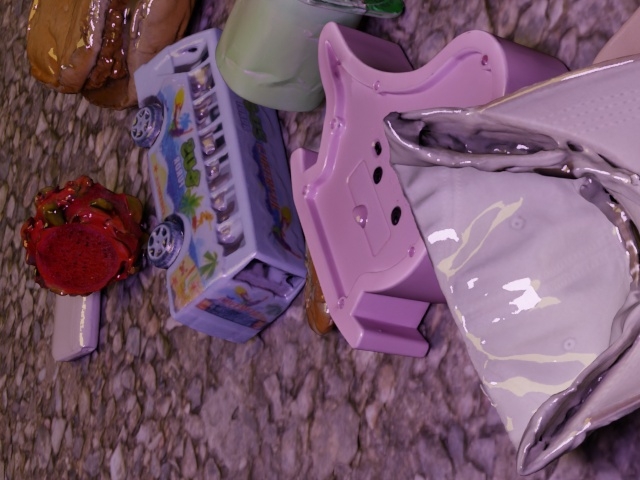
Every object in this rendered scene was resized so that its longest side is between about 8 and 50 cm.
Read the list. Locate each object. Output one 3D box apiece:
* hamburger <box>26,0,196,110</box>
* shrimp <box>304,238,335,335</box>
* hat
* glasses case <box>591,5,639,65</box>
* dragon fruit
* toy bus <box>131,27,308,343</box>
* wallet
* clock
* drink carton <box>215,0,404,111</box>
[{"bbox_3d":[-0.233,-0.296,1.851,0.259,0.145,0.283,43,121,58],"label":"hamburger"},{"bbox_3d":[0.000,0.000,1.459,0.091,0.043,0.184,122,152,-62],"label":"shrimp"},{"bbox_3d":[0.197,-0.002,1.084,0.301,0.168,0.257,-25,79,25],"label":"hat"},{"bbox_3d":[0.261,-0.148,1.094,0.196,0.050,0.083,-49,39,38],"label":"glasses case"},{"bbox_3d":[-0.279,-0.008,1.821,0.150,0.133,0.208,-42,26,-21],"label":"dragon fruit"},{"bbox_3d":[-0.103,-0.066,1.599,0.136,0.109,0.329,-40,47,32],"label":"toy bus"},{"bbox_3d":[-0.290,0.051,1.919,0.095,0.033,0.190,-25,60,51],"label":"wallet"},{"bbox_3d":[0.079,-0.092,1.338,0.275,0.080,0.290,-54,39,32],"label":"clock"},{"bbox_3d":[-0.027,-0.207,1.499,0.142,0.144,0.146,-61,34,35],"label":"drink carton"}]
